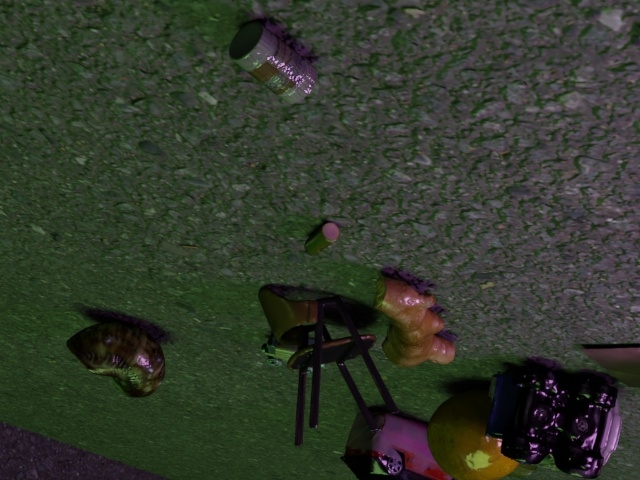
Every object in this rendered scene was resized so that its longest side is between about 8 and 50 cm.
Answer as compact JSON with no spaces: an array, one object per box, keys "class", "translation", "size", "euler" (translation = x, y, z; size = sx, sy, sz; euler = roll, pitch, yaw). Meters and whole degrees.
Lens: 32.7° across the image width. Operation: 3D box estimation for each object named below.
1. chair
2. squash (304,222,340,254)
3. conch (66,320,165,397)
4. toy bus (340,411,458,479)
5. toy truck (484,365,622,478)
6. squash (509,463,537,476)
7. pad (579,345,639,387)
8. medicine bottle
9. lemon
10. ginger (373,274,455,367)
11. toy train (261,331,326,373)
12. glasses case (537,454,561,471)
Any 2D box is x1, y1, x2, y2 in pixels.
[{"class":"chair","translation":[0.005,0.186,1.745],"size":[0.173,0.246,0.158],"euler":[-7,161,-12]},{"class":"squash","translation":[0.000,0.000,1.482],"size":[0.028,0.027,0.083],"euler":[20,158,-14]},{"class":"conch","translation":[-0.385,0.222,2.128],"size":[0.187,0.124,0.181],"euler":[36,169,10]},{"class":"toy bus","translation":[0.199,0.464,2.303],"size":[0.303,0.147,0.127],"euler":[23,156,-26]},{"class":"toy truck","translation":[0.384,0.294,1.819],"size":[0.213,0.161,0.177],"euler":[13,177,1]},{"class":"squash","translation":[0.365,0.431,2.222],"size":[0.219,0.077,0.068],"euler":[30,145,-29]},{"class":"pad","translation":[0.491,0.197,1.682],"size":[0.113,0.006,0.188],"euler":[-7,151,39]},{"class":"medicine bottle","translation":[-0.046,-0.174,1.073],"size":[0.047,0.047,0.083],"euler":[-8,149,42]},{"class":"lemon","translation":[0.281,0.354,1.968],"size":[0.170,0.170,0.207],"euler":[26,151,-26]},{"class":"ginger","translation":[0.132,0.130,1.662],"size":[0.118,0.065,0.299],"euler":[-6,154,12]},{"class":"toy train","translation":[-0.048,0.202,1.963],"size":[0.122,0.050,0.081],"euler":[13,153,5]},{"class":"glasses case","translation":[0.379,0.383,2.118],"size":[0.272,0.062,0.095],"euler":[15,150,-2]}]
